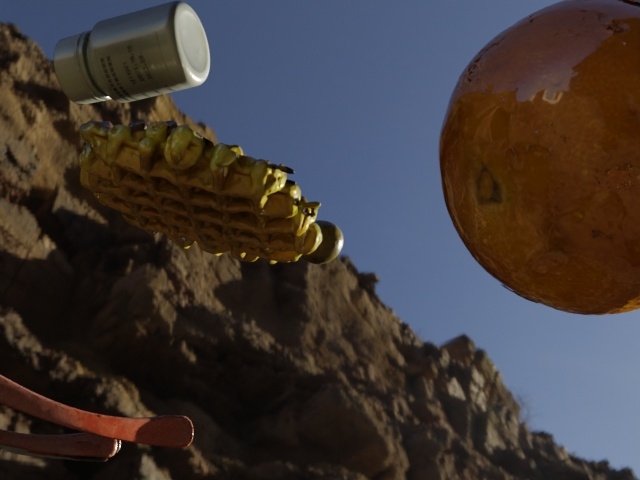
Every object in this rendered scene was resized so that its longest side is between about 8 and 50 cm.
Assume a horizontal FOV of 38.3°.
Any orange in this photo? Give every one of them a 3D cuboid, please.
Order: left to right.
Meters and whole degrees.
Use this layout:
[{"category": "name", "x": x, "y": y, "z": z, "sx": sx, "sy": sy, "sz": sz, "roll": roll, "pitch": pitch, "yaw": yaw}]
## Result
[{"category": "orange", "x": 0.206, "y": -0.062, "z": 0.694, "sx": 0.240, "sy": 0.240, "sz": 0.239, "roll": -4, "pitch": -56, "yaw": -6}]

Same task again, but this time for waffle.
[{"category": "waffle", "x": -0.141, "y": -0.047, "z": 1.118, "sx": 0.329, "sy": 0.062, "sz": 0.329, "roll": 14, "pitch": -22, "yaw": 6}]

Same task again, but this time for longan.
[{"category": "longan", "x": 0.000, "y": 0.000, "z": 1.415, "sx": 0.075, "sy": 0.083, "sz": 0.075, "roll": 6, "pitch": -70, "yaw": 18}]

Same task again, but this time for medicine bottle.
[{"category": "medicine bottle", "x": -0.177, "y": -0.172, "z": 0.865, "sx": 0.131, "sy": 0.080, "sz": 0.080, "roll": -9, "pitch": -53, "yaw": 18}]

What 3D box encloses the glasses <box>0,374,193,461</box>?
[{"category": "glasses", "x": -0.234, "y": 0.099, "z": 0.555, "sx": 0.268, "sy": 0.118, "sz": 0.234, "roll": 34, "pitch": -30, "yaw": -16}]
